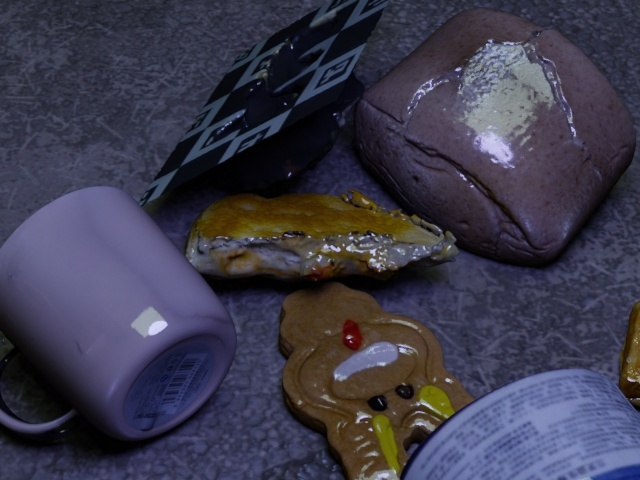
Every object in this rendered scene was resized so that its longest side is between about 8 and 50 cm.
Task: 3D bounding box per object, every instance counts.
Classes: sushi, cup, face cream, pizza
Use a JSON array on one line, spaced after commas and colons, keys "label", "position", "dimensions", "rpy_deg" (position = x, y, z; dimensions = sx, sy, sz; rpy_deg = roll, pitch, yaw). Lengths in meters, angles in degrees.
[{"label": "sushi", "position": [-0.018, -0.153, 1.910], "dimensions": [0.296, 0.100, 0.373], "rpy_deg": [-26, 22, 31]}, {"label": "cup", "position": [-0.225, 0.102, 1.650], "dimensions": [0.253, 0.191, 0.200], "rpy_deg": [-44, 60, -3]}, {"label": "face cream", "position": [0.217, 0.265, 1.447], "dimensions": [0.249, 0.249, 0.225], "rpy_deg": [-15, 48, -18]}, {"label": "pizza", "position": [0.000, -0.001, 1.811], "dimensions": [0.296, 0.071, 0.189], "rpy_deg": [-2, 20, -3]}]

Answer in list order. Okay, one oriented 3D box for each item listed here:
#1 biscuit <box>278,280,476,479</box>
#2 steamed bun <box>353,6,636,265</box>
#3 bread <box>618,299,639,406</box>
[{"label": "biscuit", "position": [0.054, 0.149, 1.702], "dimensions": [0.186, 0.044, 0.295], "rpy_deg": [-21, 50, -26]}, {"label": "steamed bun", "position": [0.200, -0.138, 1.888], "dimensions": [0.301, 0.199, 0.251], "rpy_deg": [33, 53, 27]}, {"label": "bread", "position": [0.354, 0.122, 1.742], "dimensions": [0.074, 0.053, 0.132], "rpy_deg": [8, 45, 10]}]
